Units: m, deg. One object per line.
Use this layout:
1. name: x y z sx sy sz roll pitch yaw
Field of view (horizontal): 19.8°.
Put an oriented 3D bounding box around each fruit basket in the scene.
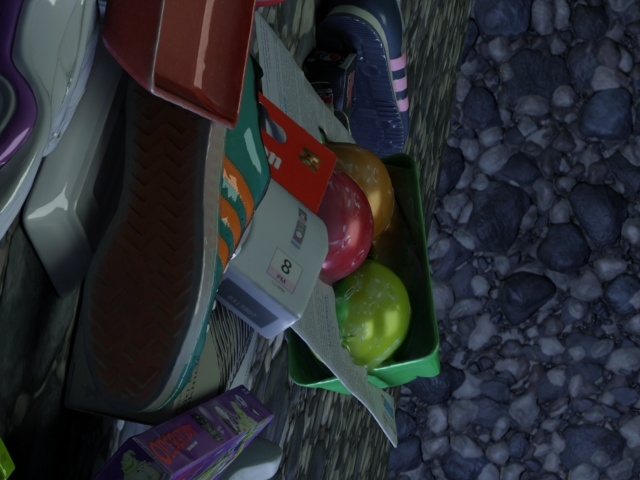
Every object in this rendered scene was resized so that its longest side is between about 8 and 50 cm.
1. fruit basket: 0.000 0.000 1.783 0.353 0.165 0.327 42 37 -56

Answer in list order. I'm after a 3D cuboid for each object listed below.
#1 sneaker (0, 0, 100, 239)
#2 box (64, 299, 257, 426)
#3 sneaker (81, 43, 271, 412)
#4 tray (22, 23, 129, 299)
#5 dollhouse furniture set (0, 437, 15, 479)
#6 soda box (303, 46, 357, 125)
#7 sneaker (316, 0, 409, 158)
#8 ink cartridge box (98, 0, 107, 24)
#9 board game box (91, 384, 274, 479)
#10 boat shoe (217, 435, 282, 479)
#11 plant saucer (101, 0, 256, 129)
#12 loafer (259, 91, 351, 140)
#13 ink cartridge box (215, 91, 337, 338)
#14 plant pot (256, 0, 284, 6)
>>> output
1. sneaker: -0.187 -0.068 1.060 0.152 0.114 0.305 86 19 -54
2. box: -0.129 0.088 1.592 0.275 0.094 0.113 -14 115 -79
3. sneaker: -0.095 -0.015 1.397 0.121 0.108 0.302 17 83 -59
4. tray: -0.161 -0.099 1.408 0.145 0.030 0.270 77 26 -63
5. dollhouse furniture set: -0.252 0.145 1.195 0.076 0.059 0.151 -57 137 -46
6. soda box: 0.005 -0.141 2.179 0.060 0.053 0.169 -61 159 -60
7. sneaker: 0.070 -0.221 2.279 0.319 0.112 0.131 85 22 -60
8. ink cartridge box: -0.131 -0.241 1.293 0.127 0.072 0.175 17 84 -80
9. board game box: -0.153 0.221 1.473 0.208 0.056 0.347 -44 174 8
10. boat shoe: -0.113 0.266 1.874 0.267 0.096 0.088 -39 143 -72
11. plant saucer: -0.083 -0.214 1.216 0.258 0.048 0.259 11 86 -81
12. loafer: -0.011 -0.102 2.025 0.268 0.092 0.102 25 76 -79
13. ink cartridge box: -0.067 -0.059 1.560 0.066 0.189 0.232 -30 -152 45
14. plant pot: -0.036 -0.281 1.446 0.174 0.191 0.191 -50 150 -64
